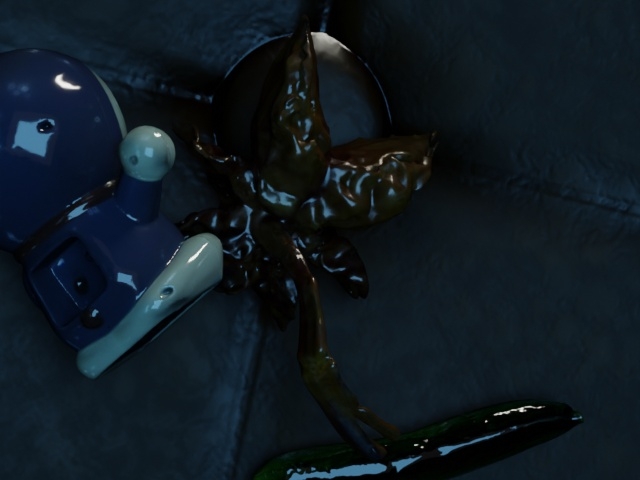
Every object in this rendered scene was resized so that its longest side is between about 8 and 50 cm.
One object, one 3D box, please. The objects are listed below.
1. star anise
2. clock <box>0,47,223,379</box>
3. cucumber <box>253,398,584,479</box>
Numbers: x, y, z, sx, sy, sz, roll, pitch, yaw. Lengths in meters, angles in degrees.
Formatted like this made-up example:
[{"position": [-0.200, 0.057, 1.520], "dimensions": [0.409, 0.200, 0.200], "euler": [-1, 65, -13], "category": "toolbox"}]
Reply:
[{"position": [-0.002, 0.005, 1.250], "dimensions": [0.237, 0.148, 0.346], "euler": [-9, 82, -13], "category": "star anise"}, {"position": [-0.187, -0.031, 1.182], "dimensions": [0.243, 0.199, 0.146], "euler": [52, 35, 0], "category": "clock"}, {"position": [0.082, 0.177, 1.321], "dimensions": [0.284, 0.056, 0.056], "euler": [-11, 92, -13], "category": "cucumber"}]
